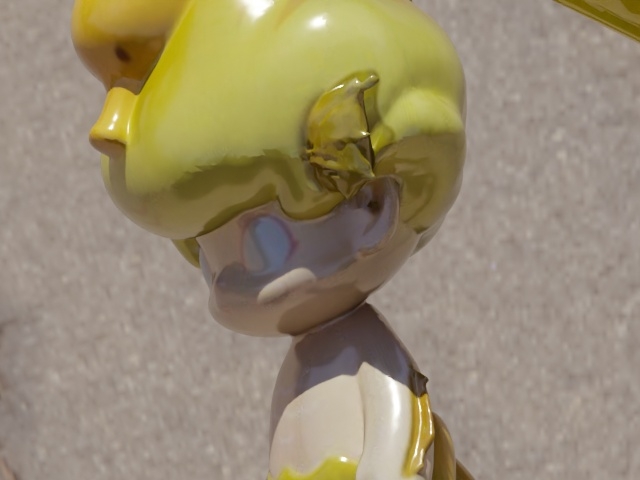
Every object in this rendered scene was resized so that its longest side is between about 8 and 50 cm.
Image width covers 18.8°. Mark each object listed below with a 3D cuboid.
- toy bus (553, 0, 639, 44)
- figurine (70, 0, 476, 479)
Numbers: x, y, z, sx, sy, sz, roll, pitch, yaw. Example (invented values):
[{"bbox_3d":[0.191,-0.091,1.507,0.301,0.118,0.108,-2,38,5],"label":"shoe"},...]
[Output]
[{"bbox_3d":[0.167,-0.067,0.318,0.330,0.144,0.152,29,56,21],"label":"toy bus"},{"bbox_3d":[0.000,0.000,0.617,0.131,0.246,0.156,-13,-1,-29],"label":"figurine"}]
